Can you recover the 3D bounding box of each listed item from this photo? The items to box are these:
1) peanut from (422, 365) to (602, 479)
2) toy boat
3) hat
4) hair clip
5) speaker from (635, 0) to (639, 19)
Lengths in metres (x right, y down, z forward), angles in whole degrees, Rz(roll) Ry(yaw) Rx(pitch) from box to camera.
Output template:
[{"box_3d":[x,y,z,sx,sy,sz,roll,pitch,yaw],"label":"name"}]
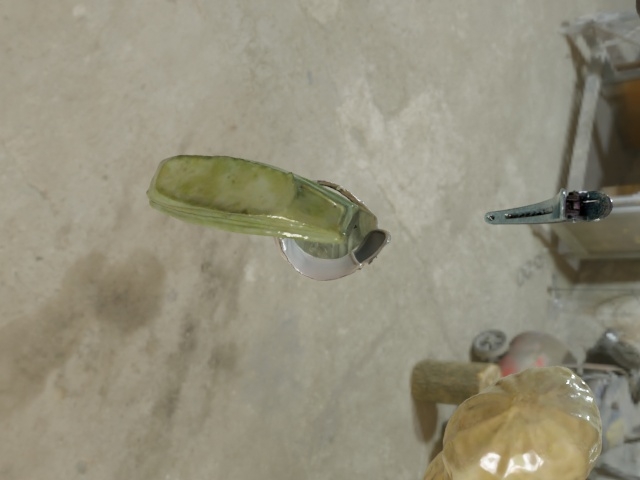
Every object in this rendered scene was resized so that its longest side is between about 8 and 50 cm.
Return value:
[{"box_3d":[0.207,0.265,0.890,0.152,0.152,0.313,-41,160,-43],"label":"peanut"},{"box_3d":[-0.095,-0.055,0.876,0.055,0.293,0.093,45,63,-53],"label":"toy boat"},{"box_3d":[0.001,0.001,1.396,0.275,0.232,0.161,-85,-168,-66],"label":"hat"},{"box_3d":[0.341,-0.041,1.192,0.083,0.275,0.048,-1,86,-14],"label":"hair clip"},{"box_3d":[0.461,-0.235,0.660,0.388,0.180,0.184,14,98,-22],"label":"speaker"}]
